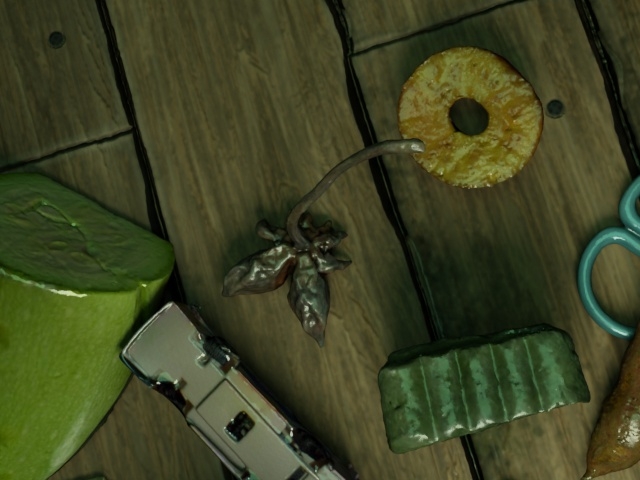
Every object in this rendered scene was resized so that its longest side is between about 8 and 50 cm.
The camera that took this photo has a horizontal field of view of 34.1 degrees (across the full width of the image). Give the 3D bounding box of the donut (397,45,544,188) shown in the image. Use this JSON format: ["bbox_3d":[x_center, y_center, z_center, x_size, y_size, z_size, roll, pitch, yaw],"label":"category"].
[{"bbox_3d":[0.152,-0.121,1.068,0.151,0.058,0.152,-1,83,9],"label":"donut"}]

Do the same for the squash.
[{"bbox_3d":[-0.320,0.124,1.117,0.233,0.210,0.309,26,117,9],"label":"squash"}]

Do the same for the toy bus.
[{"bbox_3d":[-0.071,0.180,1.043,0.090,0.112,0.274,-45,79,2],"label":"toy bus"}]

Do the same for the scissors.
[{"bbox_3d":[0.467,0.102,1.008,0.447,0.029,0.193,36,91,11],"label":"scissors"}]

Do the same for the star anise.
[{"bbox_3d":[0.000,0.000,1.008,0.218,0.227,0.148,-24,74,-6],"label":"star anise"}]

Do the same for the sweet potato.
[{"bbox_3d":[0.313,0.138,1.005,0.068,0.068,0.226,20,100,11],"label":"sweet potato"}]

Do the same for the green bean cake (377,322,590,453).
[{"bbox_3d":[0.151,0.136,0.978,0.184,0.183,0.094,-12,79,8],"label":"green bean cake"}]

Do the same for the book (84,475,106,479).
[{"bbox_3d":[-0.315,0.355,1.005,0.214,0.283,0.025,-17,121,8],"label":"book"}]
